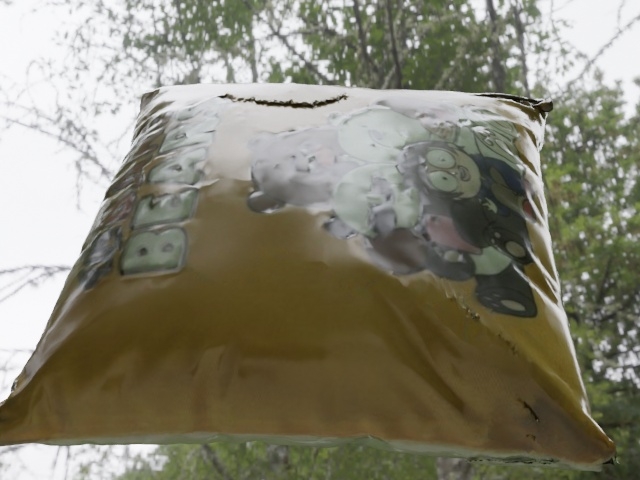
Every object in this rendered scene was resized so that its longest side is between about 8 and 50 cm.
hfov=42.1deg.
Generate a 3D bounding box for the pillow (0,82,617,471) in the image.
[{"bbox_3d":[0.000,0.000,0.506,0.313,0.310,0.119,2,-43,6],"label":"pillow"}]
